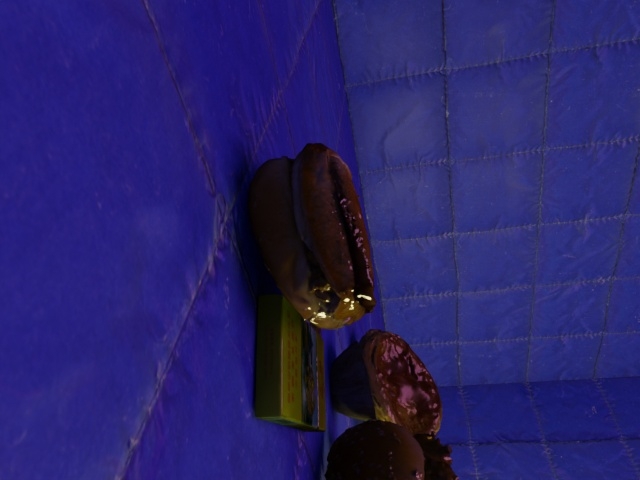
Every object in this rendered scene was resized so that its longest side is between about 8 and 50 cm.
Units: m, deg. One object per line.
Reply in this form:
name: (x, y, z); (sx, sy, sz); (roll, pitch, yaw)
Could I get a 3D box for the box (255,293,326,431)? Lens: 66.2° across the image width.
box: (-0.043, 0.234, 0.876); (0.335, 0.047, 0.187); (65, 21, -63)

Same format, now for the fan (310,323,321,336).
fan: (-0.019, 0.150, 1.161); (0.227, 0.008, 0.152); (68, 19, -60)

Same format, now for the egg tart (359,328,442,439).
egg tart: (0.254, 0.534, 1.774); (0.443, 0.178, 0.443); (33, 36, -28)

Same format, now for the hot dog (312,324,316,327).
hot dog: (-0.023, 0.115, 0.997); (0.140, 0.060, 0.090); (-89, 168, -58)

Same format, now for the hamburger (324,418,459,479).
hamburger: (0.170, 0.550, 1.034); (0.268, 0.287, 0.445); (44, 22, -11)

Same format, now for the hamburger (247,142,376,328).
hamburger: (0.000, 0.002, 0.812); (0.304, 0.174, 0.284); (47, 24, -72)

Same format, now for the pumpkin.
pumpkin: (0.077, 0.387, 1.326); (0.217, 0.110, 0.217); (-15, 90, -89)
